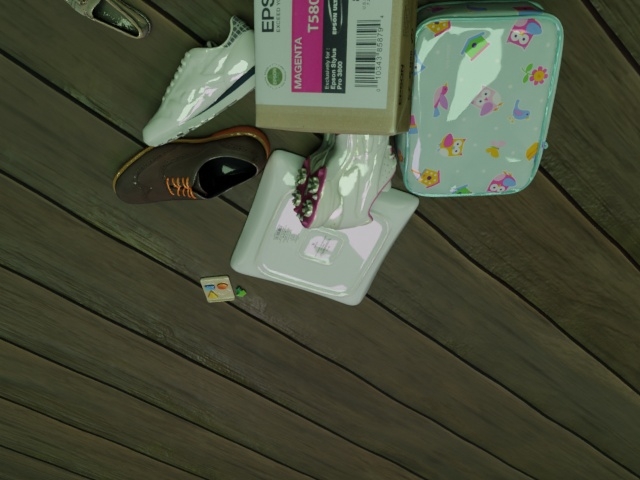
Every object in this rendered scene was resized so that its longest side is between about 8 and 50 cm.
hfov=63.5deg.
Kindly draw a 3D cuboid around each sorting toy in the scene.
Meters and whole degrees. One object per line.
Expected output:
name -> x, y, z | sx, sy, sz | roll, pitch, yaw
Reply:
sorting toy -> -0.191, 0.097, 1.026 | 0.083, 0.012, 0.062 | -6, 126, 4

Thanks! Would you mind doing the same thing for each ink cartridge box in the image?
ink cartridge box -> 0.018, -0.254, 0.642 | 0.193, 0.088, 0.235 | 7, 107, 20

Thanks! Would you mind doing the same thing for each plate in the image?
plate -> 0.000, 0.000, 0.939 | 0.277, 0.045, 0.277 | 18, 125, -13

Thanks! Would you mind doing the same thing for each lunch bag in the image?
lunch bag -> 0.226, -0.197, 0.758 | 0.223, 0.108, 0.279 | -4, 127, 0

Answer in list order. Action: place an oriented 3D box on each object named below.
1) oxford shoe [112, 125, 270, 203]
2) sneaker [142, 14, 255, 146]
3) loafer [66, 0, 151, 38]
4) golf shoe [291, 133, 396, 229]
oxford shoe -> -0.215, -0.107, 0.821 | 0.271, 0.098, 0.097 | -17, 125, 11
sneaker -> -0.178, -0.223, 0.757 | 0.235, 0.090, 0.095 | -31, 109, 16
loafer -> -0.294, -0.315, 0.703 | 0.125, 0.039, 0.045 | 23, 122, -17
golf shoe -> 0.062, -0.151, 0.789 | 0.140, 0.115, 0.306 | 10, 118, -25
